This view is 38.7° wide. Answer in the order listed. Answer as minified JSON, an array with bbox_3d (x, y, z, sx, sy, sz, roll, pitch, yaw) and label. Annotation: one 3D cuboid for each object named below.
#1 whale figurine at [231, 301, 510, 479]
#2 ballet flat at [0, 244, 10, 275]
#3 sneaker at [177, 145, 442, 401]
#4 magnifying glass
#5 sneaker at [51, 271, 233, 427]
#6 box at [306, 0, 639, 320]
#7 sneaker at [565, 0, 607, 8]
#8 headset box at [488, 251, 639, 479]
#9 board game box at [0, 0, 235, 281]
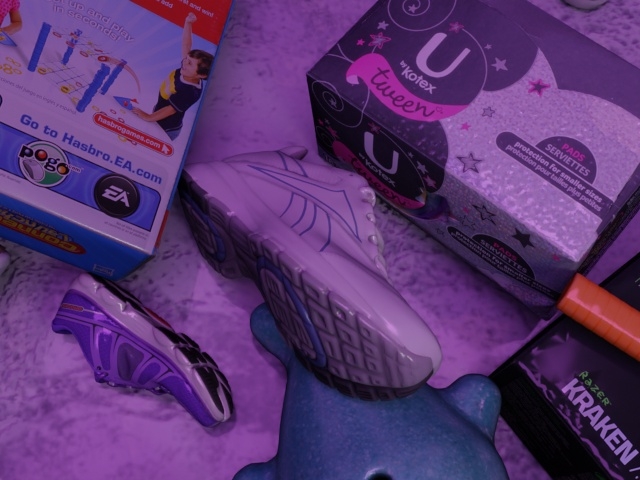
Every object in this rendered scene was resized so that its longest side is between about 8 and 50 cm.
[{"bbox_3d":[0.030,0.141,0.660,0.216,0.141,0.272,-21,66,0],"label":"whale figurine"},{"bbox_3d":[-0.435,0.063,0.687,0.399,0.139,0.139,-2,73,-6],"label":"ballet flat"},{"bbox_3d":[0.000,0.000,0.674,0.129,0.111,0.297,-26,43,-19],"label":"sneaker"},{"bbox_3d":[0.264,0.096,0.609,0.231,0.026,0.092,33,74,8],"label":"magnifying glass"},{"bbox_3d":[-0.141,0.096,0.722,0.170,0.068,0.071,35,90,17],"label":"sneaker"},{"bbox_3d":[0.133,-0.084,0.720,0.247,0.142,0.163,37,74,18],"label":"box"},{"bbox_3d":[0.205,-0.322,0.824,0.079,0.121,0.217,-40,78,-14],"label":"sneaker"},{"bbox_3d":[0.313,0.113,0.688,0.283,0.131,0.246,-35,78,-12],"label":"headset box"},{"bbox_3d":[-0.236,-0.166,0.693,0.308,0.086,0.302,25,62,-22],"label":"board game box"}]
